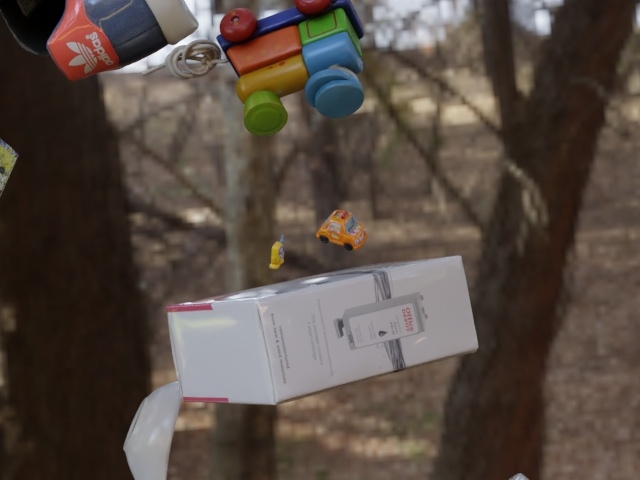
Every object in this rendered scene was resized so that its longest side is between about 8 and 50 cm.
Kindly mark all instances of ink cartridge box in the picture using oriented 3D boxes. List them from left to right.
[{"bbox_3d":[0.002,0.100,1.929,0.283,0.117,0.207,-12,2,-34],"label":"ink cartridge box"}]

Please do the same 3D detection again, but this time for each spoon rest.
[{"bbox_3d":[-0.227,0.309,2.204,0.084,0.276,0.137,25,-21,-7],"label":"spoon rest"}]

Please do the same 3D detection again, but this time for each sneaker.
[{"bbox_3d":[-0.240,-0.257,1.608,0.148,0.131,0.350,-31,34,-4],"label":"sneaker"}]

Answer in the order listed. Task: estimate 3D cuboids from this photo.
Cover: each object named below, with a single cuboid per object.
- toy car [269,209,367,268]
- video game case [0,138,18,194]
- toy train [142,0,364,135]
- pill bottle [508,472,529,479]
[{"bbox_3d":[0.000,0.000,1.998,0.060,0.040,0.122,31,46,31],"label":"toy car"},{"bbox_3d":[-0.470,0.002,2.023,0.232,0.210,0.042,-27,-57,35],"label":"video game case"},{"bbox_3d":[-0.071,-0.168,1.839,0.248,0.143,0.105,-19,-42,11],"label":"toy train"},{"bbox_3d":[0.326,0.476,2.137,0.210,0.363,0.210,-48,-3,-3],"label":"pill bottle"}]
